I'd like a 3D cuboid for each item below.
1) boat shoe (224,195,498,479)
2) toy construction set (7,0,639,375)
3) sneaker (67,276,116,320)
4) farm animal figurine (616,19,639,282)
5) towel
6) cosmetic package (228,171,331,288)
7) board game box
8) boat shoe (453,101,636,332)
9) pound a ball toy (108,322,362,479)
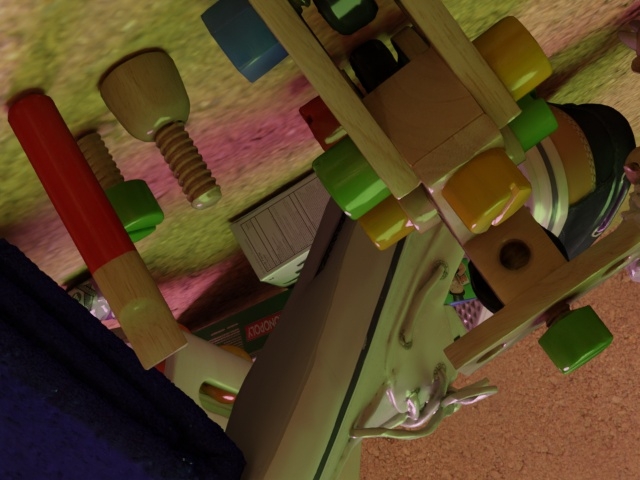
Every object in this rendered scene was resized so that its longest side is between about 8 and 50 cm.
[{"bbox_3d":[0.053,0.072,0.711,0.136,0.156,0.367,-41,-158,56],"label":"boat shoe"},{"bbox_3d":[0.038,-0.021,0.529,0.308,0.237,0.257,-26,168,-18],"label":"toy construction set"},{"bbox_3d":[-0.173,0.051,0.816,0.069,0.038,0.098,-29,159,-1],"label":"sneaker"},{"bbox_3d":[0.366,-0.147,0.956,0.330,0.172,0.327,-18,122,-47],"label":"farm animal figurine"},{"bbox_3d":[-0.195,0.133,0.702,0.308,0.227,0.076,-44,-169,49],"label":"towel"},{"bbox_3d":[0.000,0.000,0.960,0.098,0.060,0.239,-30,169,7],"label":"cosmetic package"},{"bbox_3d":[-0.021,0.090,1.090,0.213,0.046,0.317,-7,168,-37],"label":"board game box"},{"bbox_3d":[0.208,-0.001,1.189,0.156,0.187,0.500,-21,161,-18],"label":"boat shoe"},{"bbox_3d":[-0.133,0.157,0.932,0.208,0.136,0.319,-13,151,33],"label":"pound a ball toy"}]
